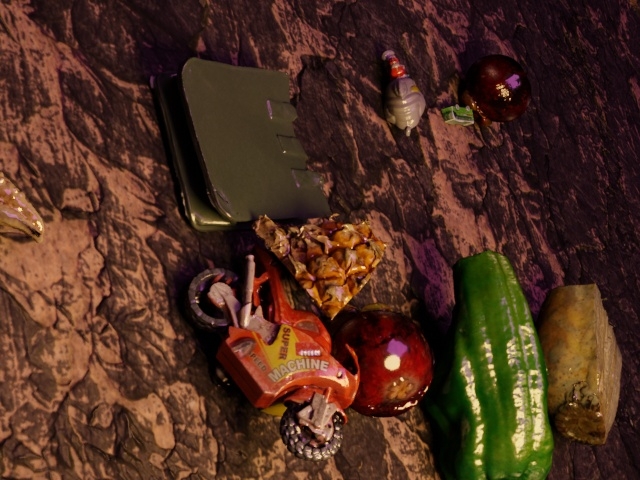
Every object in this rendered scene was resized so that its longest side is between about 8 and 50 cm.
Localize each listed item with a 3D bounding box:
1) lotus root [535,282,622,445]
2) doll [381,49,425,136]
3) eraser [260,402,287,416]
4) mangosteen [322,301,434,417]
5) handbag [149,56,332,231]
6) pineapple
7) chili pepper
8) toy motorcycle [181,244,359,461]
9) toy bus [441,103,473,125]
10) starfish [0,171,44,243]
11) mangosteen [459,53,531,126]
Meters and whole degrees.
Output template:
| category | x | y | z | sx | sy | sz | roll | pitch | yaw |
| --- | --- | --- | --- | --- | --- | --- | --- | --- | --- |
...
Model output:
| category | x | y | z | sx | sy | sz | roll | pitch | yaw |
| --- | --- | --- | --- | --- | --- | --- | --- | --- | --- |
| lotus root | 0.492 | 0.265 | 1.846 | 0.267 | 0.149 | 0.260 | 55 | 39 | -43 |
| doll | 0.150 | -0.276 | 1.782 | 0.094 | 0.079 | 0.180 | 61 | 15 | -66 |
| eraser | -0.036 | 0.185 | 1.334 | 0.097 | 0.045 | 0.122 | 23 | 54 | -40 |
| mangosteen | 0.083 | 0.167 | 1.406 | 0.166 | 0.166 | 0.180 | 31 | 25 | -37 |
| handbag | -0.109 | -0.137 | 1.391 | 0.260 | 0.079 | 0.247 | -3 | 74 | -51 |
| pineapple | 0.000 | 0.000 | 1.325 | 0.164 | 0.140 | 0.250 | 47 | 0 | -1 |
| chili pepper | 0.255 | 0.217 | 1.541 | 0.167 | 0.213 | 0.385 | 8 | 71 | -34 |
| toy motorcycle | -0.051 | 0.145 | 1.247 | 0.171 | 0.089 | 0.298 | -29 | 72 | -31 |
| toy bus | 0.282 | -0.257 | 1.958 | 0.083 | 0.031 | 0.037 | -3 | 83 | -51 |
| starfish | -0.469 | -0.100 | 0.935 | 0.432 | 0.082 | 0.324 | 59 | 41 | -17 |
| mangosteen | 0.364 | -0.313 | 2.008 | 0.152 | 0.152 | 0.152 | 26 | 53 | -40 |
